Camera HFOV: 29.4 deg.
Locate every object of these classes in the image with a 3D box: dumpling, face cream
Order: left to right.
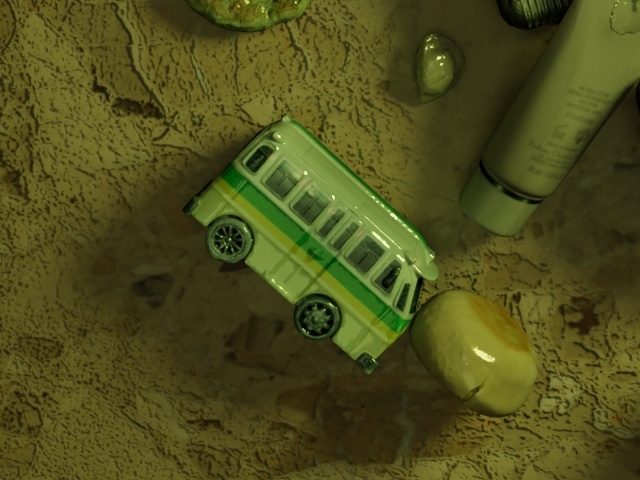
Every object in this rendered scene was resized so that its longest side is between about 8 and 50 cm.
[{"bbox_3d":[0.133,-0.191,1.354,0.059,0.043,0.077,-4,100,-17],"label":"dumpling"},{"bbox_3d":[0.256,-0.140,1.288,0.143,0.089,0.314,11,128,-30],"label":"face cream"}]

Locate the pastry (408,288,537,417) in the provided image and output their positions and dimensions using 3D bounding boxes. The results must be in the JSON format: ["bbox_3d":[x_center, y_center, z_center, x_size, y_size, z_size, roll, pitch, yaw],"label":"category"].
[{"bbox_3d":[0.174,0.125,1.364,0.156,0.156,0.092,35,113,-4],"label":"pastry"}]

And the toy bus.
[{"bbox_3d":[0.000,0.000,1.358,0.276,0.134,0.165,41,103,-5],"label":"toy bus"}]

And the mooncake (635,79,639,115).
[{"bbox_3d":[0.492,-0.145,1.262,0.333,0.174,0.326,12,105,1],"label":"mooncake"}]

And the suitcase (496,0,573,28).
[{"bbox_3d":[0.240,-0.381,1.253,0.202,0.128,0.312,-17,102,6],"label":"suitcase"}]

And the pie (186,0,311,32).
[{"bbox_3d":[-0.078,-0.321,1.340,0.186,0.041,0.187,1,102,5],"label":"pie"}]
